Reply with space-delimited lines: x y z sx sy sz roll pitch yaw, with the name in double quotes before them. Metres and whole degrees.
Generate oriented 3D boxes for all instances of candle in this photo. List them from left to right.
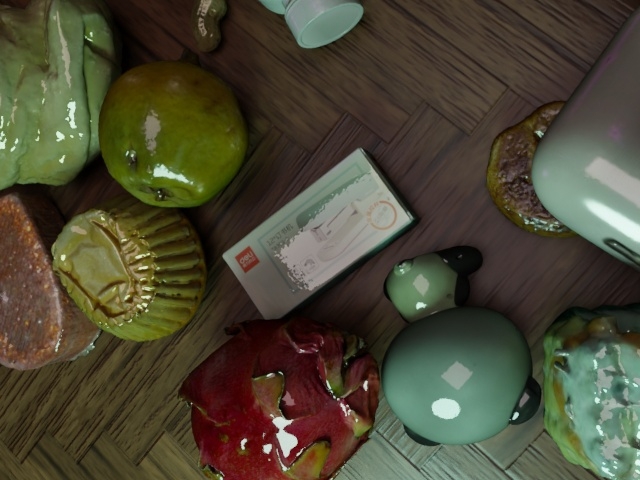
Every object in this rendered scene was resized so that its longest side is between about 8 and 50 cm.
"candle" -0.515 0.061 1.066 0.317 0.131 0.287 18 93 15

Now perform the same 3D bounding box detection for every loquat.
"loquat" -0.208 -0.172 0.938 0.213 0.213 0.246 -2 66 17

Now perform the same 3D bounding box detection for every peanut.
"peanut" -0.173 -0.349 0.997 0.054 0.054 0.113 9 96 17

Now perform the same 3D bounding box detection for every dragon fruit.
"dragon fruit" -0.061 0.221 0.859 0.315 0.250 0.250 -8 88 39

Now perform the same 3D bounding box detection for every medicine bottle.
"medicine bottle" -0.048 -0.433 0.927 0.161 0.111 0.296 -26 84 15

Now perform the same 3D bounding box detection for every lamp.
"lamp" 0.165 0.140 0.837 0.198 0.198 0.243 -21 69 16

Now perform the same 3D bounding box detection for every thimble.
"thimble" 0.374 0.158 0.710 0.254 0.288 0.167 -4 87 47

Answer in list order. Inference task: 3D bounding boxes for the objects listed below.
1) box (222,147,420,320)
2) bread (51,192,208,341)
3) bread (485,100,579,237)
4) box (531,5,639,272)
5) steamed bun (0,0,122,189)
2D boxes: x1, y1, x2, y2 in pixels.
"box" 0.000 0.000 0.931 0.269 0.079 0.135 -37 80 14
"bread" -0.288 0.042 0.988 0.240 0.139 0.240 1 94 16
"bread" 0.316 -0.091 0.845 0.193 0.064 0.193 -2 84 19
"box" 0.424 -0.113 0.717 0.289 0.141 0.349 35 71 15
"steamed bun" -0.490 -0.241 1.006 0.372 0.230 0.324 -7 85 19
